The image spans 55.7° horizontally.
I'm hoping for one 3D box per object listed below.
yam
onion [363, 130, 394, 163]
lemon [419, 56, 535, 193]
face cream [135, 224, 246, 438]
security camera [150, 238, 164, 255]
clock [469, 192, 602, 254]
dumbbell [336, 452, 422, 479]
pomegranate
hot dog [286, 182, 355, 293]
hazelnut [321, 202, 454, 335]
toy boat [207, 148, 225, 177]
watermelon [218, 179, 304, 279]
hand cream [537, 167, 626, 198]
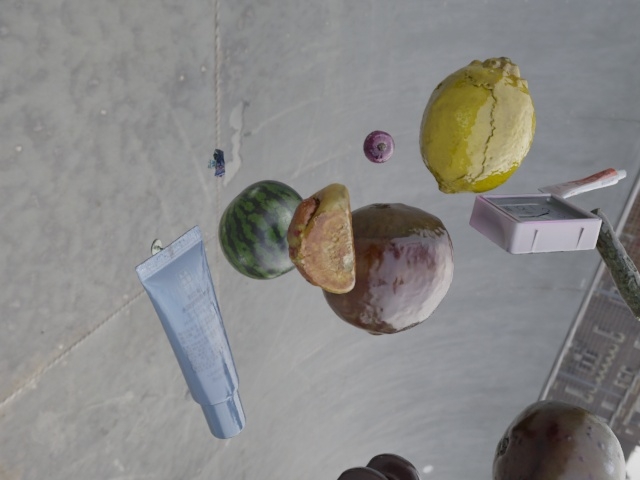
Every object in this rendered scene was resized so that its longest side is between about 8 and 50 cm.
[{"bbox_3d":[0.670,0.050,1.362,0.061,0.061,0.274,62,9,-65],"label":"yam"},{"bbox_3d":[0.201,-0.327,2.120,0.104,0.115,0.115,-138,-116,-68],"label":"onion"},{"bbox_3d":[0.282,-0.201,1.092,0.204,0.204,0.260,-26,138,-63],"label":"lemon"},{"bbox_3d":[-0.201,0.173,1.018,0.135,0.086,0.385,-42,130,-43],"label":"face cream"},{"bbox_3d":[-0.447,0.028,1.783,0.058,0.092,0.058,10,90,-76],"label":"security camera"},{"bbox_3d":[0.405,-0.036,1.148,0.150,0.197,0.063,-126,-142,-59],"label":"clock"},{"bbox_3d":[0.102,0.473,1.109,0.140,0.124,0.225,-58,156,4],"label":"dumbbell"},{"bbox_3d":[0.519,0.486,1.261,0.291,0.323,0.291,-162,-90,-74],"label":"pomegranate"},{"bbox_3d":[0.000,0.000,1.424,0.150,0.153,0.257,-84,169,-63],"label":"hot dog"},{"bbox_3d":[0.197,0.087,1.834,0.421,0.420,0.352,-65,-163,-12],"label":"hazelnut"},{"bbox_3d":[-0.211,-0.155,1.228,0.083,0.038,0.038,-105,-167,-47],"label":"toy boat"},{"bbox_3d":[-0.161,-0.027,1.776,0.285,0.285,0.285,-53,155,-38],"label":"watermelon"},{"bbox_3d":[0.591,-0.128,1.355,0.052,0.216,0.038,-175,-109,-71],"label":"hand cream"}]
